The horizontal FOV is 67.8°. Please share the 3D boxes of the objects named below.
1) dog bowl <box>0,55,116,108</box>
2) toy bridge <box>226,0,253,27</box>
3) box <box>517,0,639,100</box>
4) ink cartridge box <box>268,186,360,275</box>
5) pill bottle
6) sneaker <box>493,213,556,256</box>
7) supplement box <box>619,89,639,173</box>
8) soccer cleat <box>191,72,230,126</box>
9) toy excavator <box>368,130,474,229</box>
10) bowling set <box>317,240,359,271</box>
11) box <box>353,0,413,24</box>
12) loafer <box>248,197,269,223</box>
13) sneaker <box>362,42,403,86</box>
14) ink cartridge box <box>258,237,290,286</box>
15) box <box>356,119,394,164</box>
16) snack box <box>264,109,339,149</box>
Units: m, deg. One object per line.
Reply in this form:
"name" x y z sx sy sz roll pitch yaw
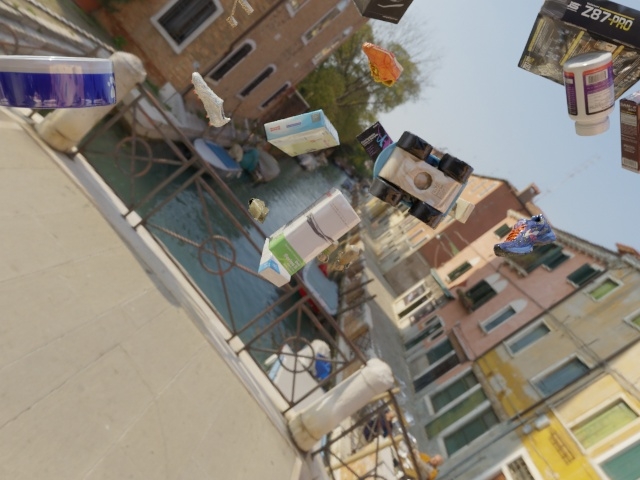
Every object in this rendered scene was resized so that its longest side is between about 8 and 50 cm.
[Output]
"dog bowl" -0.628 -0.378 1.127 0.265 0.265 0.104 -101 -167 -69
"toy bridge" -0.254 -0.795 1.606 0.063 0.188 0.026 46 39 -30
"box" 0.742 -0.530 1.330 0.318 0.097 0.395 27 7 14
"ink cartridge box" -0.023 -0.035 1.492 0.114 0.273 0.198 52 3 -12
"pill bottle" 0.688 -0.371 1.216 0.108 0.108 0.193 -109 177 -62
"sneaker" 0.539 -0.012 1.281 0.083 0.221 0.087 -18 -90 58
"supplement box" 1.005 -0.343 1.469 0.239 0.130 0.073 67 -5 -30
"soccer cleat" -0.381 -0.492 1.654 0.068 0.076 0.196 -89 159 -62
"toy excavator" 0.375 -0.182 1.629 0.433 0.222 0.445 29 11 -5
"bowling set" 0.000 0.000 1.955 0.200 0.154 0.287 -13 66 -42
"box" 0.214 -0.782 1.440 0.153 0.207 0.108 -5 64 -34
"loafer" -0.204 -0.097 1.531 0.050 0.056 0.148 22 11 -23
"sneaker" 0.146 -0.414 1.133 0.064 0.067 0.175 39 13 30
"ink cartridge box" -0.157 0.066 1.743 0.104 0.060 0.180 38 37 -28
"box" 0.240 -0.400 1.983 0.162 0.116 0.029 53 19 -8
"snack box" -0.052 -0.355 1.610 0.322 0.187 0.060 -6 85 -80
